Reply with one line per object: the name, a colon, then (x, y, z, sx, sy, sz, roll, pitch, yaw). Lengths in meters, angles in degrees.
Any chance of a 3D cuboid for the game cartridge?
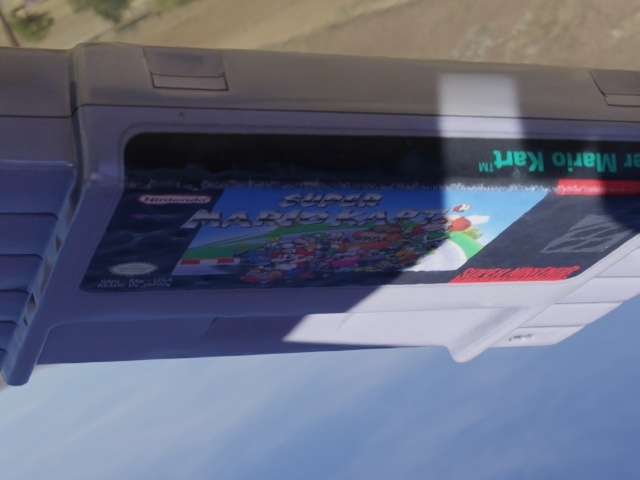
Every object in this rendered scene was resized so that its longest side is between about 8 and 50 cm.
game cartridge: (0.000, 0.000, 0.519, 0.355, 0.068, 0.230, -1, 162, -21)
